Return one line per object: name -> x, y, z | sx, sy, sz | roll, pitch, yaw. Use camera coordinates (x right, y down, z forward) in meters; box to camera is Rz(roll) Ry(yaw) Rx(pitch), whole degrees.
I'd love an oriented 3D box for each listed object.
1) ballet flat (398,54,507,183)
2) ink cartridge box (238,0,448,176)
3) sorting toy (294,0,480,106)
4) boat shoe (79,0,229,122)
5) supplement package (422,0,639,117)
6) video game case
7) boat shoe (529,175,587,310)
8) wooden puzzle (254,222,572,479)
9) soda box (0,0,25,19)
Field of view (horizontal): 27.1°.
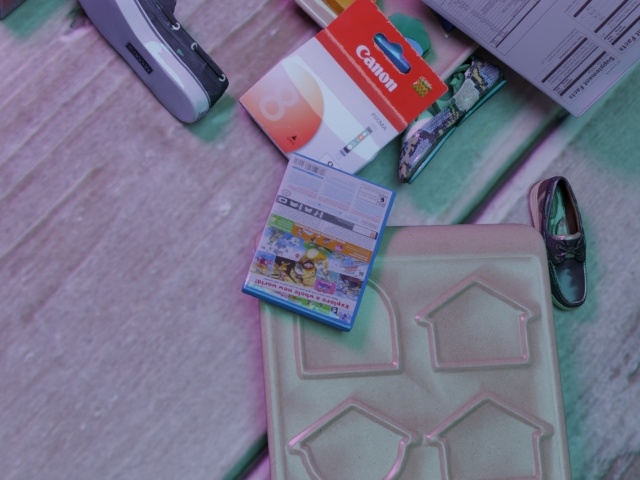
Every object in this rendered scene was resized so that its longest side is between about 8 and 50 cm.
ballet flat -> 0.130, -0.140, 1.481 | 0.070, 0.070, 0.188 | 44, 63, -1
ink cartridge box -> 0.025, -0.155, 1.429 | 0.179, 0.045, 0.145 | -41, 90, 11
sorting toy -> 0.088, -0.274, 1.489 | 0.208, 0.038, 0.193 | 42, 63, 4
boat shoe -> -0.179, -0.234, 1.408 | 0.076, 0.080, 0.228 | -45, 101, -28
supplement package -> 0.257, -0.318, 1.444 | 0.262, 0.198, 0.199 | 36, 47, -6
video game case -> 0.000, 0.000, 1.378 | 0.119, 0.015, 0.166 | 21, 65, -5
boat shoe -> 0.269, 0.002, 1.487 | 0.056, 0.049, 0.152 | -10, 81, -16
wooden puzzle -> 0.095, 0.154, 1.401 | 0.322, 0.080, 0.348 | -1, 73, -14
soda box -> -0.292, -0.318, 1.415 | 0.058, 0.063, 0.183 | 47, 72, -2
